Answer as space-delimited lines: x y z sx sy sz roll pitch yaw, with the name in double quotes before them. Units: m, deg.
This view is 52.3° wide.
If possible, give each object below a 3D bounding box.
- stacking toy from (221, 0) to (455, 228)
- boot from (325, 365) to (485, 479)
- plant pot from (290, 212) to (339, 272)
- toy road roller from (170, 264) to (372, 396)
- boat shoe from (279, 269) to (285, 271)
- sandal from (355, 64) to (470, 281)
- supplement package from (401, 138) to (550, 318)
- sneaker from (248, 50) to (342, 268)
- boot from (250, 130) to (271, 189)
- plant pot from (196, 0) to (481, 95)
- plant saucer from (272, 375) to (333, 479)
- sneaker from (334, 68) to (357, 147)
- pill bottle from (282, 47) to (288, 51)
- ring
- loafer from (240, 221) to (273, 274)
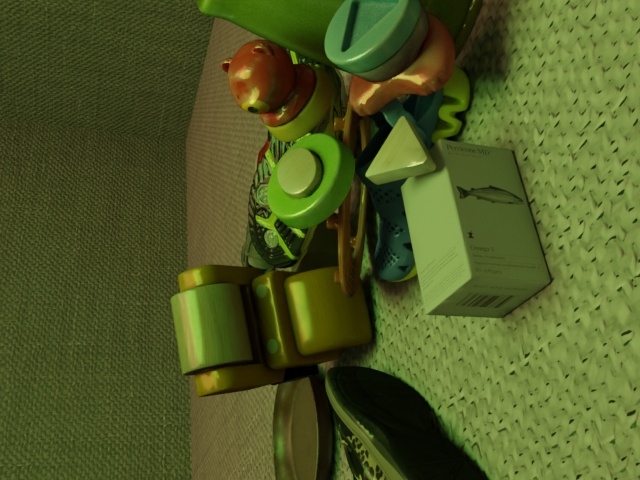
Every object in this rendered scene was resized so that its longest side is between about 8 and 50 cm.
"stacking toy" 0.003 -0.181 0.816 0.309 0.130 0.279 -21 52 34
"boot" 0.083 0.366 0.900 0.377 0.138 0.284 -141 58 -61
"plant pot" 0.000 0.000 1.264 0.109 0.096 0.109 124 145 -56
"toy road roller" -0.065 0.134 1.115 0.241 0.329 0.202 -22 73 33
"boat shoe" -0.109 0.201 1.547 0.098 0.109 0.302 35 128 21
"sandal" 0.107 -0.096 0.929 0.126 0.138 0.317 -147 62 -66
"supplement package" 0.174 -0.012 0.762 0.105 0.105 0.179 124 145 -54
"sneaker" -0.024 -0.135 1.163 0.145 0.147 0.384 18 103 29
"boot" -0.117 -0.186 1.664 0.176 0.088 0.244 120 152 -48
"plant pot" 0.007 -0.427 0.963 0.366 0.353 0.366 -175 90 -70
"plant saucer" -0.037 0.406 1.347 0.310 0.050 0.310 -174 90 -70
"sneaker" 0.034 -0.225 1.264 0.115 0.090 0.232 7 101 64
"pill bottle" -0.104 -0.377 1.597 0.219 0.123 0.123 -111 32 -40
"ring" 0.047 -0.079 1.019 0.336 0.032 0.336 4 -90 -80
"loafer" -0.138 0.017 1.650 0.319 0.112 0.111 117 147 -63
